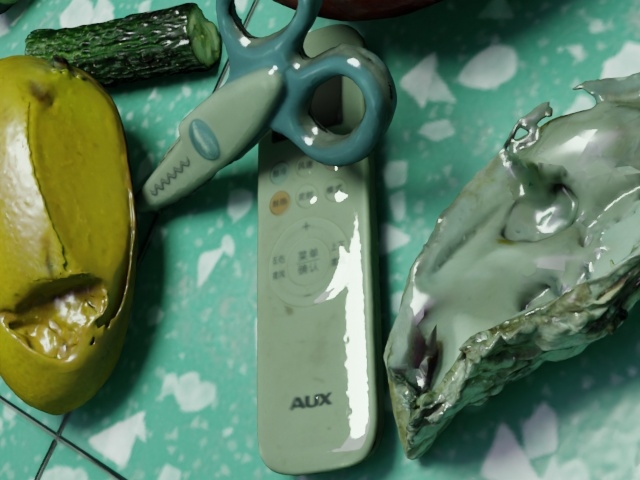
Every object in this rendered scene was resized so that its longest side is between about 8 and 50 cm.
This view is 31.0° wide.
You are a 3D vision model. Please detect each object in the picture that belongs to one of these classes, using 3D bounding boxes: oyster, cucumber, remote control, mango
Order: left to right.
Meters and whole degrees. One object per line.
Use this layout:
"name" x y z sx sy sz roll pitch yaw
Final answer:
"mango" -0.203 -0.008 0.842 0.167 0.130 0.262 -39 58 51
"cucumber" -0.163 -0.149 0.918 0.187 0.058 0.058 -1 72 35
"remote control" 0.000 0.000 0.761 0.090 0.038 0.310 -13 65 30
"oyster" 0.136 0.006 0.634 0.199 0.087 0.252 3 67 45

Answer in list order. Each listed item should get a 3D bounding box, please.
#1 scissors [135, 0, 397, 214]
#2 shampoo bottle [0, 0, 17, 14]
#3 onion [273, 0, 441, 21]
"scissors" -0.060 -0.076 0.762 0.138 0.041 0.289 52 144 -4
"shampoo bottle" -0.221 -0.318 0.992 0.284 0.101 0.101 -39 55 16
"onion" 0.034 -0.273 0.707 0.276 0.276 0.276 -13 66 30
